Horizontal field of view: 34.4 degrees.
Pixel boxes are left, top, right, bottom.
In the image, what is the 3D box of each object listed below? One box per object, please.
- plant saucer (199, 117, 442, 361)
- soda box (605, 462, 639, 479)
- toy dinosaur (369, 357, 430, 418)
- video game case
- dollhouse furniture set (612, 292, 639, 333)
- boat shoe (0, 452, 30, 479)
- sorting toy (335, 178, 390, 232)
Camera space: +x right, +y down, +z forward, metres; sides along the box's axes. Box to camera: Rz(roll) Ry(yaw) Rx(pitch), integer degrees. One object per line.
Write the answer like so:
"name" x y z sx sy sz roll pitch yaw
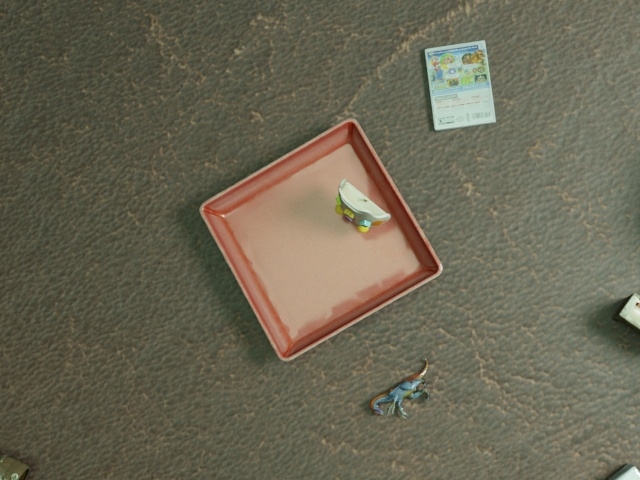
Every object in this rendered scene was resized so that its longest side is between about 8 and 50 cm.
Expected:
"plant saucer" 0.000 0.000 1.460 0.259 0.048 0.258 -30 79 2
"soda box" 0.443 0.393 1.327 0.074 0.069 0.216 -40 79 1
"toy dinosaur" 0.109 0.213 1.428 0.082 0.047 0.090 -5 48 16
"video game case" 0.200 -0.221 1.481 0.087 0.011 0.122 -7 81 8
"dollhouse furniture set" 0.498 0.097 1.330 0.184 0.129 0.129 35 88 12
"boat shoe" -0.470 0.426 1.446 0.095 0.095 0.257 12 83 4
"sorting toy" 0.048 -0.047 1.398 0.083 0.075 0.045 40 89 12
